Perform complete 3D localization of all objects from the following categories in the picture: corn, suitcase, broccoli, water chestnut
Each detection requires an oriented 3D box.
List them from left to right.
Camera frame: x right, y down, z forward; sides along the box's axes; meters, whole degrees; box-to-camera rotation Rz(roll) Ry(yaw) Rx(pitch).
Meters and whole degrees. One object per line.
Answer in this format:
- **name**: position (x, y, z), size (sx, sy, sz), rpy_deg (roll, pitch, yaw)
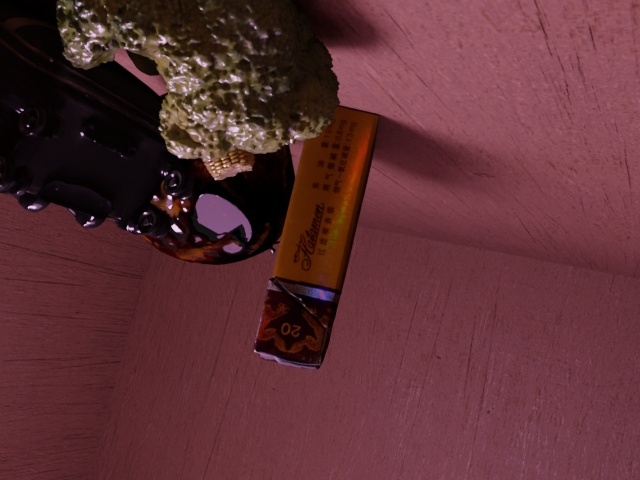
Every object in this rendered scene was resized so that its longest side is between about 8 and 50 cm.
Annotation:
- **suitcase**: position (-0.374, -0.187, 0.729), size (0.434, 0.194, 0.283), rpy_deg (34, -176, 28)
- **broccoli**: position (-0.148, -0.179, 0.603), size (0.302, 0.186, 0.254), rpy_deg (7, -178, 23)
- **corn**: position (-0.144, -0.172, 0.821), size (0.085, 0.165, 0.063), rpy_deg (-17, 175, -13)
- **water chestnut**: position (-0.177, -0.127, 1.041), size (0.335, 0.347, 0.335), rpy_deg (16, 133, 18)

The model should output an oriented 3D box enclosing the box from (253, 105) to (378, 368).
- **box**: position (0.000, 0.001, 1.013), size (0.115, 0.415, 0.264), rpy_deg (14, 177, 3)
